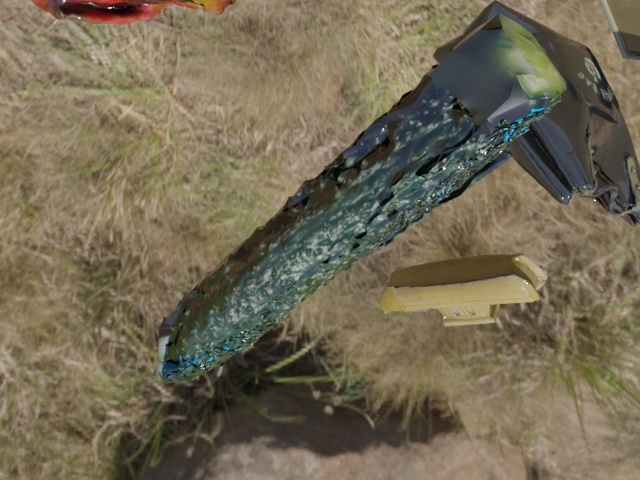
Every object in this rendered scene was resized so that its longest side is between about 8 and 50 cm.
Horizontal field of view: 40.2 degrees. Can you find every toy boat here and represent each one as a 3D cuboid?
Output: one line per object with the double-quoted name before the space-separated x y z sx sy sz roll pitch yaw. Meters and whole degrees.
"toy boat" 0.250 0.094 1.576 0.321 0.089 0.121 -10 129 34

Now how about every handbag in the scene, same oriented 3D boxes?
"handbag" 0.325 -0.156 1.177 0.152 0.288 0.342 -40 152 30

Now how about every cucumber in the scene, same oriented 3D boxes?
"cucumber" -0.001 -0.001 0.384 0.256 0.044 0.043 -40 72 36

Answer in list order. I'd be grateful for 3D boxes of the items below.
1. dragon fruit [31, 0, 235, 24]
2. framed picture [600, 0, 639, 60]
"dragon fruit" -0.180 -0.299 0.751 0.302 0.330 0.240 25 83 -30
"framed picture" 0.671 -0.390 1.621 0.211 0.289 0.020 42 75 -47
